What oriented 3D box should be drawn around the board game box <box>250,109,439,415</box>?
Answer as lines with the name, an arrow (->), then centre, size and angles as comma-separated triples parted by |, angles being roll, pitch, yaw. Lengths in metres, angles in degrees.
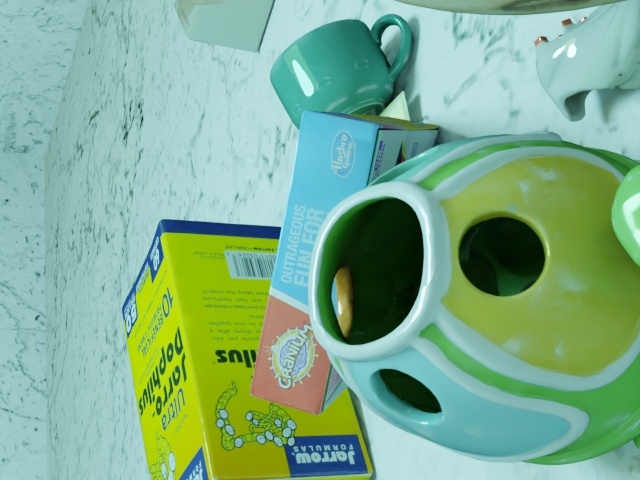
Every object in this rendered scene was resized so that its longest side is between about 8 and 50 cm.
board game box -> 0.034, 0.003, 0.969 | 0.316, 0.064, 0.242 | -19, -59, -74

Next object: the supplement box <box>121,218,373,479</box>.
supplement box -> -0.103, 0.172, 1.253 | 0.194, 0.195, 0.356 | -59, 38, 42

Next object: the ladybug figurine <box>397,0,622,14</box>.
ladybug figurine -> 0.149, -0.303, 0.670 | 0.162, 0.450, 0.305 | -34, -59, -68

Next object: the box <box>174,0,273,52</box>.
box -> -0.125, -0.470, 1.628 | 0.148, 0.121, 0.311 | -117, 41, -52

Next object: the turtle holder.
turtle holder -> 0.138, 0.043, 0.711 | 0.320, 0.228, 0.243 | 22, 98, 55

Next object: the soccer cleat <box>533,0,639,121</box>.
soccer cleat -> 0.239, -0.158, 0.777 | 0.196, 0.068, 0.076 | -37, 73, 55

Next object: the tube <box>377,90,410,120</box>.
tube -> 0.041, -0.074, 1.215 | 0.062, 0.070, 0.240 | -47, 5, -39

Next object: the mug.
mug -> 0.027, -0.181, 1.180 | 0.158, 0.130, 0.097 | -44, 67, 45
